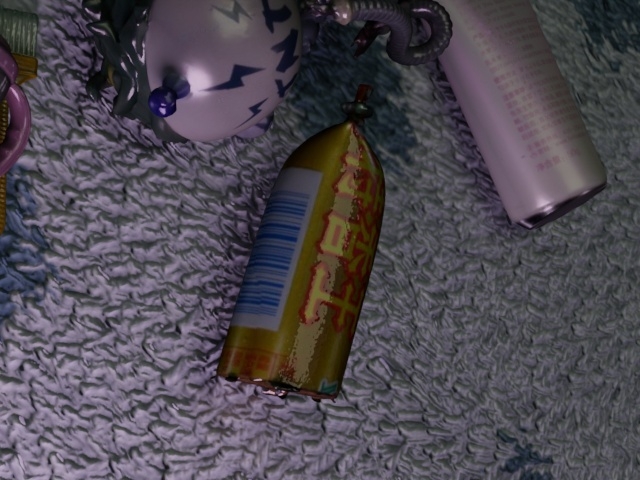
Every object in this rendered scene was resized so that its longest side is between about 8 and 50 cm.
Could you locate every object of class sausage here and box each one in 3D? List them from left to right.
[{"bbox_3d":[0.001,0.001,1.378,0.125,0.117,0.317,41,64,-62],"label":"sausage"}]

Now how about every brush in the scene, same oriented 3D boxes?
[{"bbox_3d":[-0.288,-0.105,1.271,0.082,0.010,0.218,9,75,-38],"label":"brush"}]

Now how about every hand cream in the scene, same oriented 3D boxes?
[{"bbox_3d":[0.206,-0.192,1.647,0.185,0.118,0.358,-20,85,-37],"label":"hand cream"}]

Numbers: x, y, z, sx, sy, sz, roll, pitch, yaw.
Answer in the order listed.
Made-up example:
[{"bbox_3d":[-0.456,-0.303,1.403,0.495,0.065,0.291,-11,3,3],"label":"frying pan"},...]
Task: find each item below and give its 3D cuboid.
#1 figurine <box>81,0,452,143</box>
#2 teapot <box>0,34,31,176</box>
[{"bbox_3d":[-0.058,-0.227,1.372,0.382,0.186,0.261,-35,117,-34],"label":"figurine"},{"bbox_3d":[-0.322,-0.110,1.196,0.148,0.116,0.146,60,51,-67],"label":"teapot"}]
